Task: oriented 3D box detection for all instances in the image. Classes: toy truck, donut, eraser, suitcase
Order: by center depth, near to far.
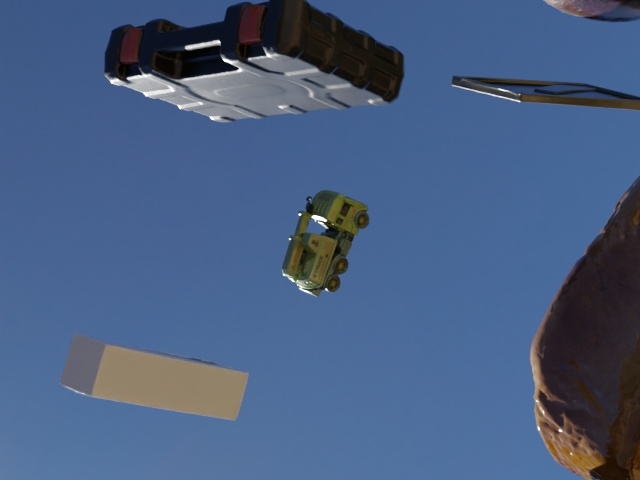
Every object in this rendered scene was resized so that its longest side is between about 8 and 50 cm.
[{"bbox_3d":[0.324,0.086,0.981,0.299,0.150,0.317,-18,-58,-21],"label":"donut"},{"bbox_3d":[-0.074,-0.191,1.229,0.206,0.286,0.066,17,-103,-49],"label":"suitcase"},{"bbox_3d":[-0.237,0.204,1.661,0.298,0.076,0.078,21,-97,-50],"label":"eraser"},{"bbox_3d":[0.000,0.000,1.798,0.100,0.077,0.168,28,-96,-38],"label":"toy truck"}]

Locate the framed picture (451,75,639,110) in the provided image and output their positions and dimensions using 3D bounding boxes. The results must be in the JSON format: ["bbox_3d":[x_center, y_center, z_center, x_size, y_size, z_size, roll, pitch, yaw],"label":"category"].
[{"bbox_3d":[0.349,-0.222,1.679,0.260,0.189,0.023,0,-75,-27],"label":"framed picture"}]

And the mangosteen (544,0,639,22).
[{"bbox_3d":[0.375,-0.413,1.440,0.300,0.300,0.300,-18,-64,-42],"label":"mangosteen"}]
